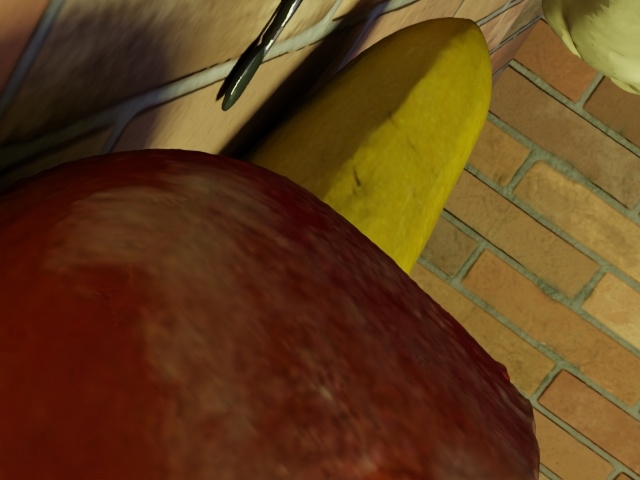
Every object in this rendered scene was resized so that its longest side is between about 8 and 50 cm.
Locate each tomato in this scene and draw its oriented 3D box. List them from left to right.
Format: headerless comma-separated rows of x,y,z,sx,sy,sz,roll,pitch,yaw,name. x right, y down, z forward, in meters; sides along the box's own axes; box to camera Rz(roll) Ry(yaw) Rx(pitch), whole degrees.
-0.071,0.053,0.500,0.309,0.170,0.309,-24,-162,8,tomato

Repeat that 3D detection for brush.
-0.028,-0.101,0.710,0.083,0.008,0.024,-56,173,11,brush

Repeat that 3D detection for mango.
-0.004,0.005,0.885,0.332,0.142,0.195,-54,180,-30,mango

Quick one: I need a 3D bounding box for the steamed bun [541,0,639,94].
0.225,-0.241,0.647,0.339,0.247,0.352,17,-111,51,steamed bun
